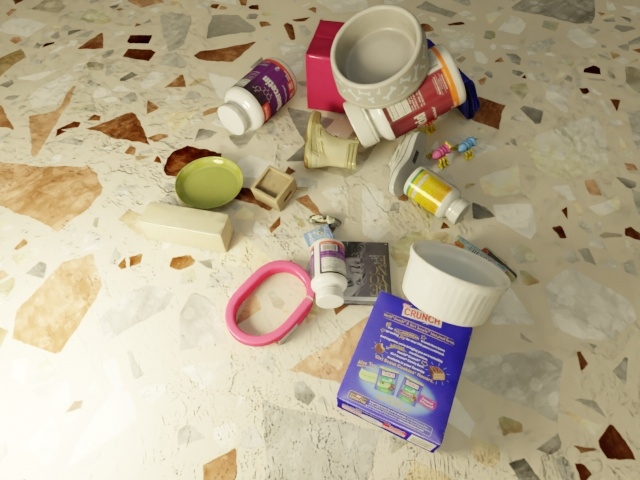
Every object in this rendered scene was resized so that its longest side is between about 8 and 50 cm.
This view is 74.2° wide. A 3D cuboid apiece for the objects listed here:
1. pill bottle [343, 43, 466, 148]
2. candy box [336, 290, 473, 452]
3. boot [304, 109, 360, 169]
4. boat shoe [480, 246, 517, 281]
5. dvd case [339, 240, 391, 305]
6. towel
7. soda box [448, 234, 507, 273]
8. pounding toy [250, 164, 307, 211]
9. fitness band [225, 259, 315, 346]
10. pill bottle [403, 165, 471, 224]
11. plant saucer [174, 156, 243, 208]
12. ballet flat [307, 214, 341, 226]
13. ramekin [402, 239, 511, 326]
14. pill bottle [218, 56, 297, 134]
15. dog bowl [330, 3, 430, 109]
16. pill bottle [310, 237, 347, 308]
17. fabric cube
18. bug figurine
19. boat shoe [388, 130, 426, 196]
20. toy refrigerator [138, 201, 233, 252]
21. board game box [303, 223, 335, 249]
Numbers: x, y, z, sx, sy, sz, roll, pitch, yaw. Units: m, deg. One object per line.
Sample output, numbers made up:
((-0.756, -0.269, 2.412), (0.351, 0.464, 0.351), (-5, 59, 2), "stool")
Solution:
((0.295, -0.505, 1.527), (0.391, 0.224, 0.224), (-25, 57, 15), "pill bottle")
((0.222, 0.330, 1.108), (0.267, 0.122, 0.317), (21, 60, 14), "candy box")
((0.047, -0.375, 1.584), (0.203, 0.095, 0.262), (3, 58, 2), "boot")
((0.557, 0.073, 1.324), (0.043, 0.049, 0.137), (-35, 59, -23), "boat shoe")
((0.136, 0.099, 1.320), (0.164, 0.018, 0.222), (2, 57, 1), "dvd case")
((0.523, -0.653, 1.696), (0.076, 0.227, 0.309), (-33, 59, 10), "towel")
((0.480, 0.066, 1.317), (0.058, 0.063, 0.183), (-40, 66, -23), "soda box")
((-0.139, -0.180, 1.468), (0.130, 0.100, 0.141), (29, 72, 18), "pounding toy")
((-0.145, 0.182, 1.243), (0.208, 0.054, 0.291), (33, 61, 20), "fitness band")
((0.394, -0.149, 1.425), (0.117, 0.118, 0.208), (-39, 65, -23), "pill bottle")
((-0.391, -0.198, 1.500), (0.240, 0.037, 0.241), (0, 56, 0), "plant saucer")
((0.014, -0.067, 1.416), (0.114, 0.041, 0.041), (4, 57, 2), "ballet flat")
((0.363, 0.117, 1.173), (0.276, 0.135, 0.277), (14, 21, -5), "ramekin")
((-0.246, -0.556, 1.650), (0.181, 0.182, 0.323), (28, 61, 17), "pill bottle")
((0.191, -0.623, 1.417), (0.348, 0.102, 0.350), (-5, 76, 19), "dog bowl")
((0.024, 0.098, 1.256), (0.107, 0.108, 0.194), (-1, 53, -1), "pill bottle")
((0.096, -0.688, 1.698), (0.257, 0.254, 0.259), (10, 58, 8), "fabric cube")
((0.451, -0.391, 1.611), (0.216, 0.072, 0.279), (-38, 65, -22), "bug figurine")
((0.293, -0.278, 1.522), (0.088, 0.096, 0.268), (9, 73, 46), "boat shoe")
((-0.425, -0.046, 1.362), (0.269, 0.102, 0.094), (9, 57, 6), "toy refrigerator")
((0.000, 0.000, 1.374), (0.089, 0.020, 0.090), (-24, 59, -3), "board game box")
